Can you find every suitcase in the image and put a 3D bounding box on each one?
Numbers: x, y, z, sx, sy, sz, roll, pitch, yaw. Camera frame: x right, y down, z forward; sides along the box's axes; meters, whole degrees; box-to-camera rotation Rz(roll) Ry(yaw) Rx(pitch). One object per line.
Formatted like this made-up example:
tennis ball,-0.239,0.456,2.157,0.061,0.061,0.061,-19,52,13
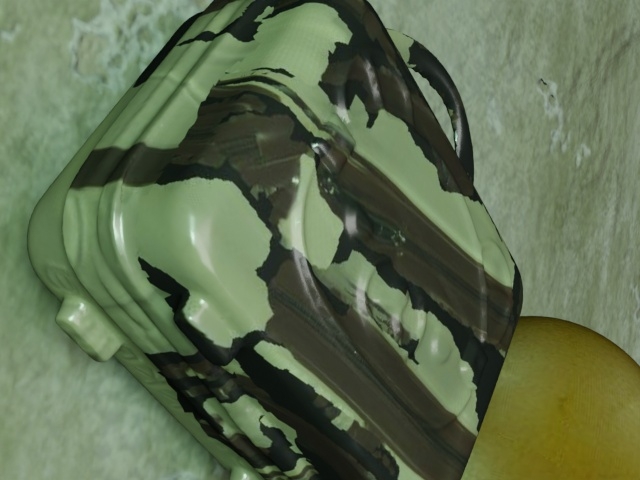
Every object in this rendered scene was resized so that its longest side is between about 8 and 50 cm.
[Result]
suitcase,0.000,0.000,0.679,0.351,0.194,0.339,55,48,-33

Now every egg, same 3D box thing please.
egg,0.170,0.230,0.812,0.282,0.282,0.351,49,47,-38
